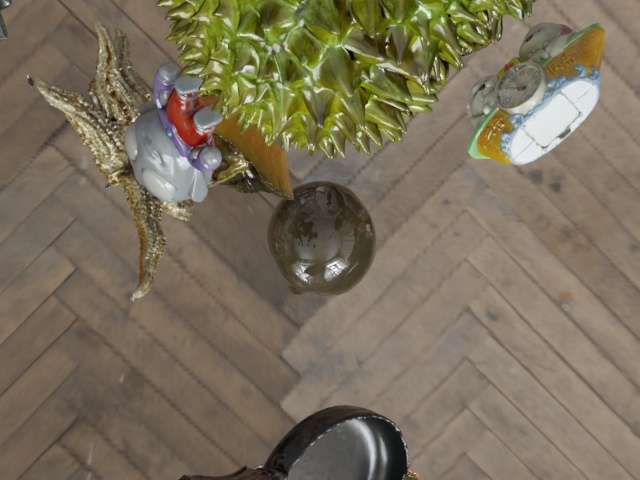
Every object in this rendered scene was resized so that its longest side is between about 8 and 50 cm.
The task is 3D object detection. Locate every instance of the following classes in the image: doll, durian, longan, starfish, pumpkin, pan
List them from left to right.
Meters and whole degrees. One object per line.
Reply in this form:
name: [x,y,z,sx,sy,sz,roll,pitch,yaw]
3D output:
starfish: [-0.247,-0.116,1.431,0.084,0.301,0.294,-12,113,18]
doll: [-0.126,-0.083,1.038,0.075,0.227,0.102,-25,85,-23]
pumpkin: [-0.112,-0.119,1.366,0.126,0.248,0.131,-32,118,19]
pan: [-0.023,0.143,0.674,0.040,0.212,0.115,22,92,36]
longan: [0.000,0.000,1.745,0.189,0.189,0.189,0,94,-5]
durian: [0.018,-0.184,0.650,0.291,0.291,0.225,-42,95,-1]

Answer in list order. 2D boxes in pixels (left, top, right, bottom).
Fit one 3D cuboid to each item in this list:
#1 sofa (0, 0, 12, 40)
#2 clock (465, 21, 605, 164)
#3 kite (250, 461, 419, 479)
sofa: [-0.258,-0.210,0.816,0.060,0.085,0.147,-21,116,-12]
clock: [0.273,-0.193,1.523,0.231,0.144,0.103,-41,131,12]
kite: [0.013,0.412,1.523,0.377,0.013,0.328,26,100,4]
